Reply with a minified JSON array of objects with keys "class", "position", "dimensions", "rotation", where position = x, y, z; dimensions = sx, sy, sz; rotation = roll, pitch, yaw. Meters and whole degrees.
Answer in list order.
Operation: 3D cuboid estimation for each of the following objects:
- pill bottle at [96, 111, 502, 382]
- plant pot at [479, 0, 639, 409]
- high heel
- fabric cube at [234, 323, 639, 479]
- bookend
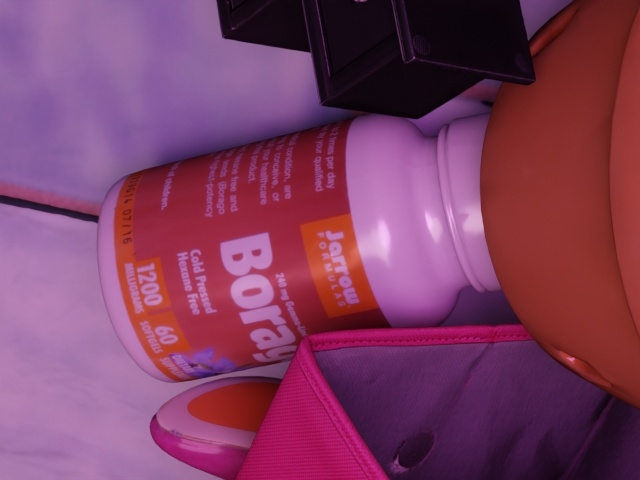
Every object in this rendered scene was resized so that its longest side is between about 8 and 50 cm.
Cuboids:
[{"class":"pill bottle","position":[0.000,0.000,0.797],"dimensions":[0.216,0.121,0.121],"rotation":[-13,112,18]},{"class":"plant pot","position":[0.208,-0.027,0.652],"dimensions":[0.291,0.291,0.203],"rotation":[58,156,-17]},{"class":"high heel","position":[0.000,0.145,0.844],"dimensions":[0.244,0.082,0.117],"rotation":[7,116,-39]},{"class":"fabric cube","position":[0.095,0.216,0.720],"dimensions":[0.259,0.254,0.258],"rotation":[1,128,-37]},{"class":"bookend","position":[0.008,-0.118,0.692],"dimensions":[0.157,0.072,0.156],"rotation":[-28,65,48]}]
